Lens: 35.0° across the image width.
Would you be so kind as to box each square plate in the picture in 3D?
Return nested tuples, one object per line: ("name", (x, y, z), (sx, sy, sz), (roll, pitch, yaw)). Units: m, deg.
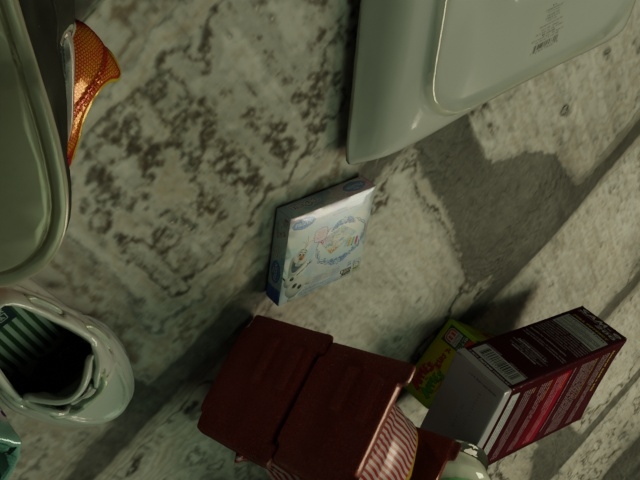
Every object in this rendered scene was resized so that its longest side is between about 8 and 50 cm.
("square plate", (0.170, -0.242, 0.749), (0.347, 0.049, 0.344), (-29, 142, -31))

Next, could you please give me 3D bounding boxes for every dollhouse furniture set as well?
("dollhouse furniture set", (-0.042, 0.275, 0.828), (0.374, 0.152, 0.201), (-63, 151, -17))

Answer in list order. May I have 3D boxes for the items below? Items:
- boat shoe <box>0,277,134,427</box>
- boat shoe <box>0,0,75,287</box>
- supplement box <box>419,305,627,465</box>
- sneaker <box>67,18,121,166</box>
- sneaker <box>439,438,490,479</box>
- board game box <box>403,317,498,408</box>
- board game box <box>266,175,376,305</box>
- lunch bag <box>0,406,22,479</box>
("boat shoe", (-0.175, 0.081, 0.646), (0.083, 0.076, 0.226), (-45, 147, -6))
("boat shoe", (-0.159, -0.146, 0.416), (0.112, 0.095, 0.335), (-5, 110, -12))
("supplement box", (0.223, 0.162, 1.116), (0.239, 0.073, 0.130), (-11, 132, -43))
("sneaker", (-0.168, -0.038, 0.547), (0.175, 0.064, 0.067), (-51, 143, 2))
("sneaker", (0.005, 0.357, 0.972), (0.410, 0.182, 0.158), (-36, 131, 13))
("board game box", (0.171, 0.150, 1.152), (0.092, 0.043, 0.181), (-55, 147, 8))
("board game box", (0.000, 0.000, 0.823), (0.090, 0.020, 0.090), (-22, 139, -35))
("lunch bag", (-0.268, 0.042, 0.364), (0.262, 0.223, 0.160), (-18, 142, -40))
